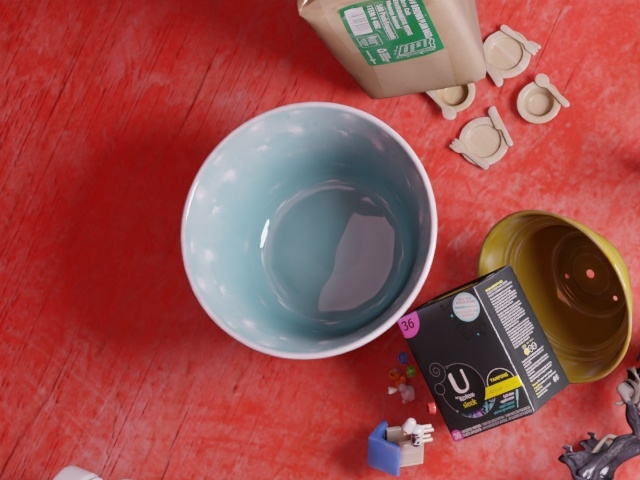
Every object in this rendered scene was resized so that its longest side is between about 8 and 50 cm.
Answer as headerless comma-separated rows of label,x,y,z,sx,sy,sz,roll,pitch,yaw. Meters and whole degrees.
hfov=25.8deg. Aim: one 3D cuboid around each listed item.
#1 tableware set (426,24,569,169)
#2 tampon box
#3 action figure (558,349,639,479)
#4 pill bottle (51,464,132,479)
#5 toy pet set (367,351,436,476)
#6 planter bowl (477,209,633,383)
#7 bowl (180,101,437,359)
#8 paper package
tableware set,0.221,-0.182,1.769,0.168,0.020,0.141,-37,74,4
tampon box,0.190,0.131,1.635,0.120,0.101,0.161,-28,88,36
action figure,0.402,0.178,1.590,0.141,0.164,0.276,40,100,28
pill bottle,-0.229,0.367,1.711,0.229,0.131,0.131,21,85,16
toy pet set,0.086,0.215,1.681,0.065,0.122,0.114,-6,119,-13
planter bowl,0.297,0.053,1.647,0.217,0.090,0.217,23,125,38
bowl,0.000,0.000,1.711,0.311,0.163,0.312,-3,79,13
paper package,0.073,-0.360,1.672,0.168,0.325,0.310,-14,73,13
